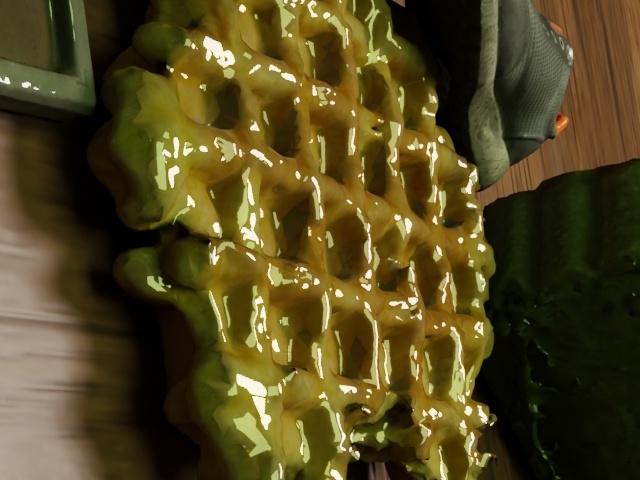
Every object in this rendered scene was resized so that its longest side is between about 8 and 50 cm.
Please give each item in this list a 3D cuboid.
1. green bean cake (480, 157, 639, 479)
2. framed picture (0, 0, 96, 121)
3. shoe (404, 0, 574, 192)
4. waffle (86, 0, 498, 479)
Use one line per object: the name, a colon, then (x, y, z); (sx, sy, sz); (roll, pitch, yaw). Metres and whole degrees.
green bean cake: (0.199, 0.058, 0.871); (0.214, 0.200, 0.113); (60, 30, -30)
framed picture: (-0.174, -0.164, 0.430); (0.315, 0.024, 0.232); (7, 73, -62)
shoe: (0.092, -0.100, 0.789); (0.074, 0.077, 0.194); (59, -11, 29)
waffle: (0.004, -0.003, 0.672); (0.301, 0.058, 0.282); (-31, 105, -62)
